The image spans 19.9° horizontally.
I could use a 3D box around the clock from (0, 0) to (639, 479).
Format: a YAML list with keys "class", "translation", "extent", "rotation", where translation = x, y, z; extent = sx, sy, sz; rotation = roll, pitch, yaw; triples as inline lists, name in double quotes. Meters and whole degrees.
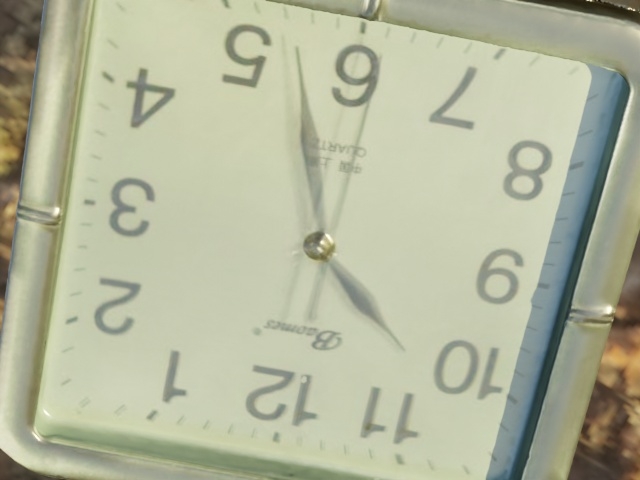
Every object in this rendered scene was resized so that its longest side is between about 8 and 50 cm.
- class: "clock"
  translation: [0.000, 0.000, 0.826]
  extent: [0.049, 0.273, 0.279]
  rotation: [-86, 8, -65]
